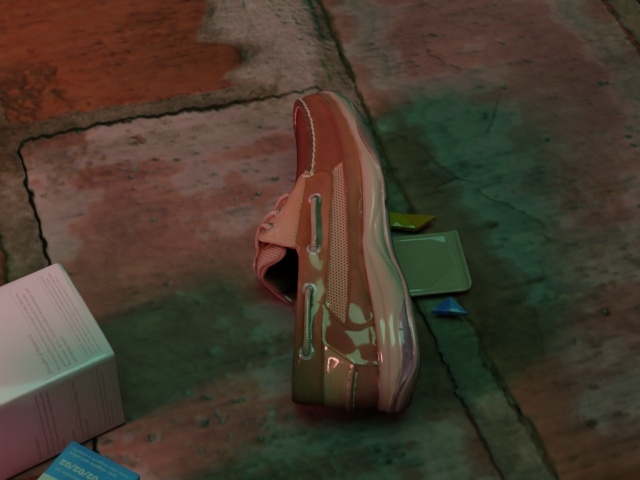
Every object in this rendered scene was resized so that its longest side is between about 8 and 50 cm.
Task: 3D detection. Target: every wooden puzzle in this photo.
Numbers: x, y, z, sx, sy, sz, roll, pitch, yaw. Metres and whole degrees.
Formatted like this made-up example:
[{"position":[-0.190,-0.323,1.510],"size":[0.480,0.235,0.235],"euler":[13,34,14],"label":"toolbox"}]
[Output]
[{"position":[0.092,0.022,1.147],"size":[0.079,0.014,0.116],"euler":[-3,51,1],"label":"wooden puzzle"}]

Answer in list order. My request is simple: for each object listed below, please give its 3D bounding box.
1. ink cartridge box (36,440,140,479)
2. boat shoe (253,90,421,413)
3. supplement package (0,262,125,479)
[{"position":[-0.199,0.239,0.882],"size":[0.062,0.104,0.181],"euler":[24,43,15],"label":"ink cartridge box"},{"position":[0.000,0.000,1.094],"size":[0.117,0.123,0.324],"euler":[-7,50,-5],"label":"boat shoe"},{"position":[-0.256,0.115,0.997],"size":[0.179,0.105,0.105],"euler":[-24,57,-21],"label":"supplement package"}]
